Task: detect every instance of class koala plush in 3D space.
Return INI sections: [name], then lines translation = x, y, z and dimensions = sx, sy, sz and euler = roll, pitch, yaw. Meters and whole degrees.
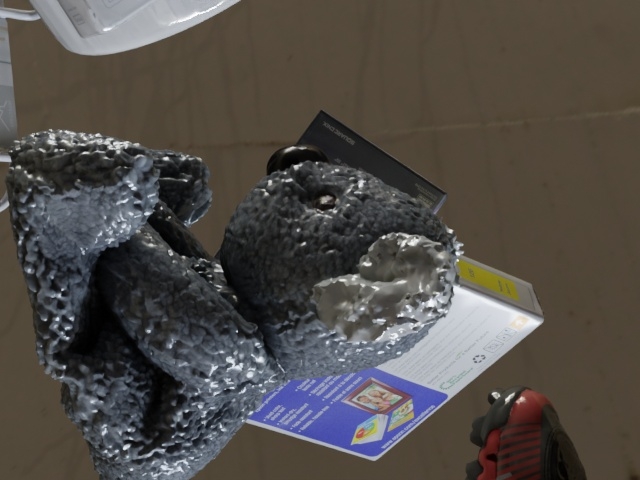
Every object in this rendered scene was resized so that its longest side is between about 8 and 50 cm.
[koala plush]
translation = -0.028, 0.028, 0.674
dimensions = 0.221, 0.196, 0.203
euler = -10, -90, 5

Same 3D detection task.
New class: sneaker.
[sneaker]
translation = 0.185, 0.233, 0.854
dimensions = 0.098, 0.135, 0.276
euler = 4, -107, -52

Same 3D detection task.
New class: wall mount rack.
[wall mount rack]
translation = -0.439, -0.213, 1.491
dimensions = 0.304, 0.130, 0.350
euler = 0, -101, -48

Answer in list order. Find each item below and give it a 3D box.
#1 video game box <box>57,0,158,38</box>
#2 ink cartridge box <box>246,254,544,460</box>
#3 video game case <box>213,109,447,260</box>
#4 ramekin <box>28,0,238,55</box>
[video game box]
translation = -0.051, -0.204, 0.437
dimensions = 0.205, 0.048, 0.187
euler = -36, -71, -16
[ink cartridge box]
translation = 0.038, 0.113, 1.368
dimensions = 0.307, 0.303, 0.072
euler = 24, -143, -32
[video game case]
translation = 0.000, 0.000, 1.524
dimensions = 0.196, 0.026, 0.274
euler = 35, -94, 13
[ramekin]
translation = -0.138, -0.272, 1.027
dimensions = 0.277, 0.277, 0.135
euler = -44, -57, -30
